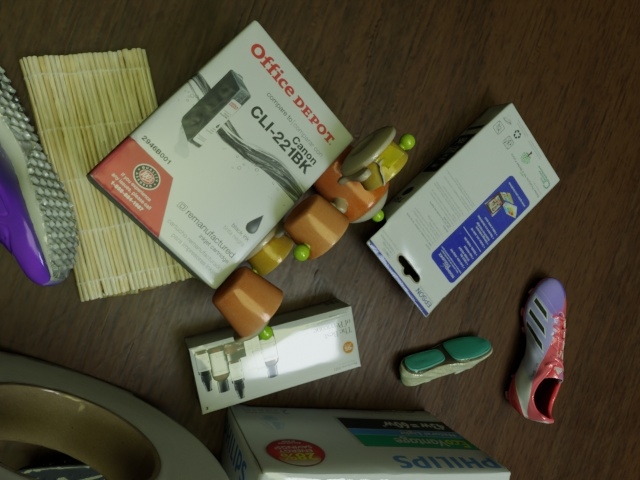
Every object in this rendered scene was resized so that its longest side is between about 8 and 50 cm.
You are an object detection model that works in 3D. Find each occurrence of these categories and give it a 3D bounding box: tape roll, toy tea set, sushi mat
[{"bbox_3d":[-0.271,0.223,0.542,0.392,0.392,0.072,27,87,-21],"label":"tape roll"},{"bbox_3d":[0.000,0.000,0.720,0.336,0.200,0.124,-46,107,-7],"label":"toy tea set"},{"bbox_3d":[-0.269,-0.082,0.704,0.151,0.019,0.316,-14,100,-19],"label":"sushi mat"}]

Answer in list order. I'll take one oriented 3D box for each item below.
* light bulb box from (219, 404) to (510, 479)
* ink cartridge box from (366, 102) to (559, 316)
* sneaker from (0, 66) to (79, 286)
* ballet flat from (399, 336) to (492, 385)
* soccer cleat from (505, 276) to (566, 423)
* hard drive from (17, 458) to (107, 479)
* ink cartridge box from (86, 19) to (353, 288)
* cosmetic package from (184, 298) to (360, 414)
[{"bbox_3d":[0.030,0.445,0.762,0.358,0.225,0.361,9,92,-20],"label":"light bulb box"},{"bbox_3d":[0.221,-0.052,0.864,0.333,0.065,0.165,-42,108,-13],"label":"ink cartridge box"},{"bbox_3d":[-0.393,-0.070,0.617,0.146,0.102,0.293,-23,93,-5],"label":"sneaker"},{"bbox_3d":[0.205,0.201,0.901,0.168,0.057,0.052,-9,127,-16],"label":"ballet flat"},{"bbox_3d":[0.391,0.189,0.936,0.083,0.095,0.248,14,91,-21],"label":"soccer cleat"},{"bbox_3d":[-0.277,0.375,0.732,0.255,0.054,0.172,9,92,-21],"label":"hard drive"},{"bbox_3d":[-0.122,-0.107,0.692,0.197,0.114,0.273,47,75,-21],"label":"ink cartridge box"},{"bbox_3d":[-0.065,0.163,0.784,0.239,0.060,0.098,-13,101,-18],"label":"cosmetic package"}]
